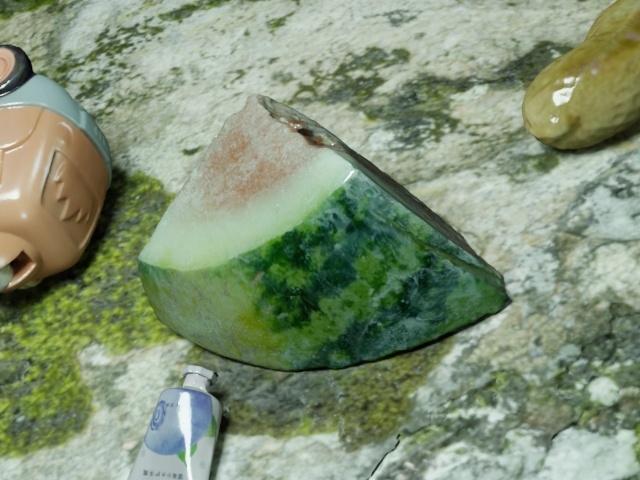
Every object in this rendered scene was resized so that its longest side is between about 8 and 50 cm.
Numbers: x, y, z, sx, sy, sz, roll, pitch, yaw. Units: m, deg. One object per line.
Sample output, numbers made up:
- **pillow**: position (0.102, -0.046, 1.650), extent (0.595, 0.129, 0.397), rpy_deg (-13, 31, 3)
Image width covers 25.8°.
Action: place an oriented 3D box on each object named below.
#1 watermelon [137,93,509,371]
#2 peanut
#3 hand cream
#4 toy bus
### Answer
- **watermelon**: position (0.000, 0.000, 1.236), extent (0.310, 0.193, 0.232), rpy_deg (-10, 61, 34)
- **peanut**: position (0.279, -0.163, 1.288), extent (0.226, 0.095, 0.108), rpy_deg (-40, 28, -12)
- **hand cream**: position (-0.119, 0.172, 1.168), extent (0.084, 0.053, 0.142), rpy_deg (2, 58, 26)
- **toy bus**: position (-0.354, -0.042, 1.404), extent (0.287, 0.194, 0.232), rpy_deg (-10, 56, 15)
